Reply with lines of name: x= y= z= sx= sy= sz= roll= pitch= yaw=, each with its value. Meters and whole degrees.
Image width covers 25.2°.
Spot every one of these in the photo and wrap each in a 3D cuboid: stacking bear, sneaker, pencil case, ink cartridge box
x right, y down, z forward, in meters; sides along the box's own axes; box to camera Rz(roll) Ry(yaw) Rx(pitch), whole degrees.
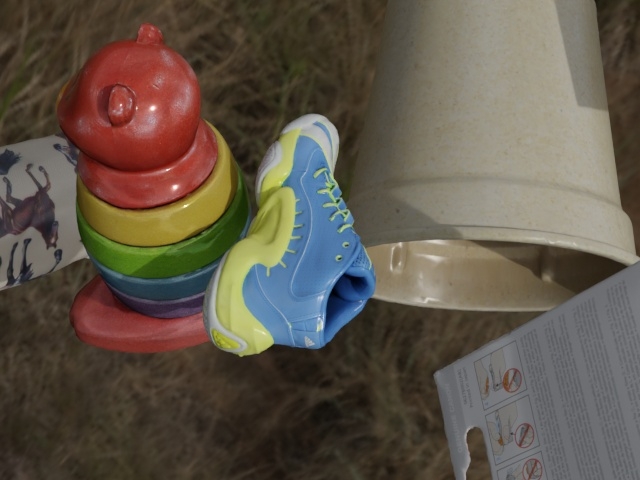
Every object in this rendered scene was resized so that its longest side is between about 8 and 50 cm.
stacking bear: x=-0.146 y=-0.051 z=1.234 sx=0.164 sy=0.289 sz=0.175 roll=11 pitch=52 yaw=15
sneaker: x=0.000 y=0.000 z=1.171 sx=0.126 sy=0.091 sz=0.240 roll=10 pitch=57 yaw=19
pencil case: x=-0.367 y=-0.015 z=1.645 sx=0.410 sy=0.183 sz=0.160 roll=-20 pitch=46 yaw=-36
ink cartridge box: x=0.184 y=0.130 z=0.959 sx=0.056 sy=0.225 sz=0.181 roll=13 pitch=55 yaw=-36

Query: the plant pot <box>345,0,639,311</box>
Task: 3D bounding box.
plant pot: x=0.170 y=-0.107 z=1.484 sx=0.334 sy=0.334 sz=0.305 roll=8 pitch=75 yaw=-20
